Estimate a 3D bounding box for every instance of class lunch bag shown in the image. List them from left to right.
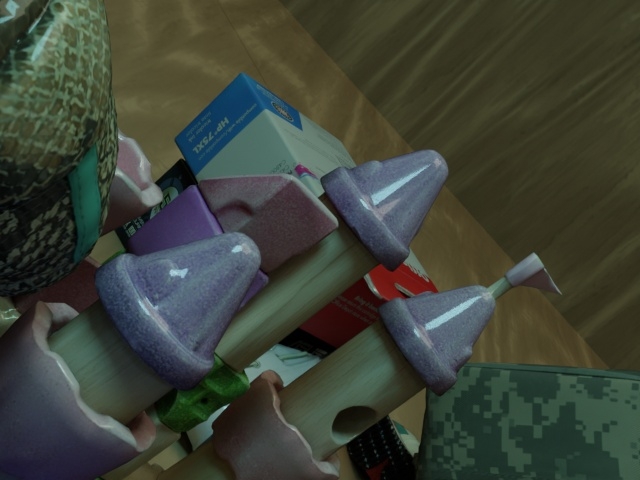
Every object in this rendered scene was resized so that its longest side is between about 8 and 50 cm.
[{"bbox_3d":[0.188,0.235,1.029,0.305,0.212,0.256,31,61,-58],"label":"lunch bag"}]

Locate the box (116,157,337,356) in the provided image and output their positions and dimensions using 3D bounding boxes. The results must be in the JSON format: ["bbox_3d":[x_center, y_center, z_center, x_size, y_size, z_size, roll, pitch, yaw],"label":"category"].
[{"bbox_3d":[-0.052,0.039,1.128,0.180,0.077,0.147,31,21,-54],"label":"box"}]

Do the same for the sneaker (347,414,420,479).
[{"bbox_3d":[0.075,0.195,1.134,0.075,0.057,0.161,36,14,-27],"label":"sneaker"}]

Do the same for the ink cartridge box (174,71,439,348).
[{"bbox_3d":[0.000,0.000,1.054,0.134,0.078,0.231,32,21,-48],"label":"ink cartridge box"}]

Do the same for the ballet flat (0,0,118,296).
[{"bbox_3d":[-0.276,-0.105,0.530,0.483,0.164,0.182,27,-29,18],"label":"ballet flat"}]

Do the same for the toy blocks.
[{"bbox_3d":[-0.059,0.020,0.675,0.288,0.260,0.309,45,10,-43],"label":"toy blocks"}]

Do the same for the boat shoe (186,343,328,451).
[{"bbox_3d":[-0.033,0.097,1.004,0.076,0.083,0.226,52,14,8],"label":"boat shoe"}]
